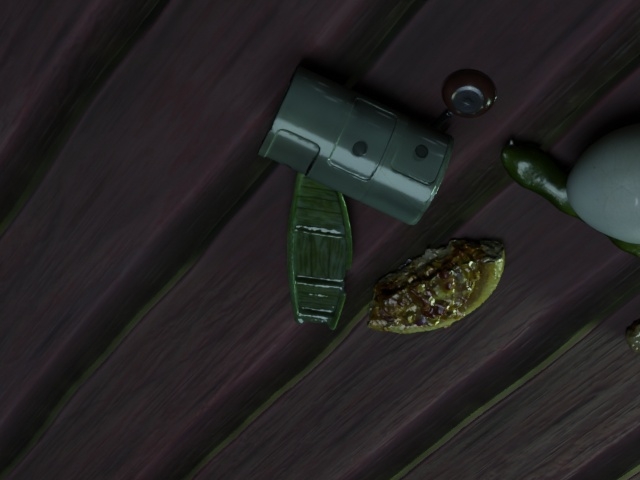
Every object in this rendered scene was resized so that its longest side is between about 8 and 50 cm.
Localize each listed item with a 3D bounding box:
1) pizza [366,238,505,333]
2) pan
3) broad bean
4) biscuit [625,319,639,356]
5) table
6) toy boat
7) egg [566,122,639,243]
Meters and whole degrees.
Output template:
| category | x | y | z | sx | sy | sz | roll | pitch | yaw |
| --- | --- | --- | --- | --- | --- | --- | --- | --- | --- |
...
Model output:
| category | x | y | z | sx | sy | sz | roll | pitch | yaw |
| --- | --- | --- | --- | --- | --- | --- | --- | --- | --- |
| pizza | 0.160 | 0.074 | 1.927 | 0.246 | 0.058 | 0.127 | -21 | 122 | 26 |
| pan | 0.171 | -0.166 | 1.736 | 0.068 | 0.023 | 0.115 | 32 | 130 | -15 |
| broad bean | 0.335 | -0.051 | 1.781 | 0.256 | 0.052 | 0.053 | 32 | 172 | -18 |
| biscuit | 0.504 | 0.117 | 1.875 | 0.118 | 0.061 | 0.183 | 22 | 132 | -7 |
| table | 0.045 | -0.120 | 1.740 | 0.220 | 0.126 | 0.126 | 25 | 132 | -5 |
| toy boat | 0.000 | 0.000 | 1.905 | 0.093 | 0.055 | 0.293 | 8 | 132 | 8 |
| egg | 0.401 | -0.069 | 1.676 | 0.209 | 0.151 | 0.151 | -6 | 129 | 33 |
